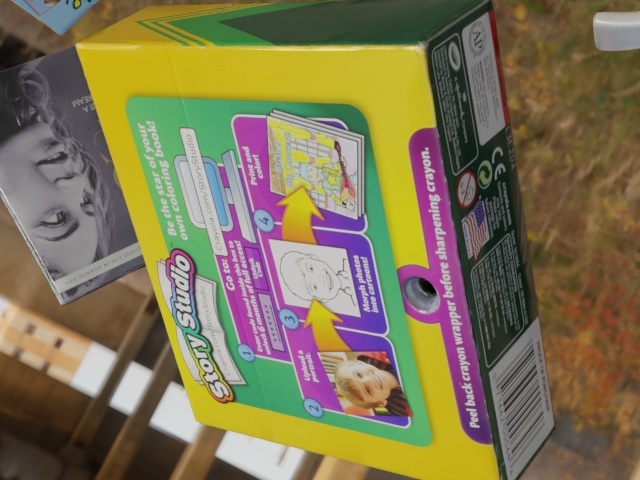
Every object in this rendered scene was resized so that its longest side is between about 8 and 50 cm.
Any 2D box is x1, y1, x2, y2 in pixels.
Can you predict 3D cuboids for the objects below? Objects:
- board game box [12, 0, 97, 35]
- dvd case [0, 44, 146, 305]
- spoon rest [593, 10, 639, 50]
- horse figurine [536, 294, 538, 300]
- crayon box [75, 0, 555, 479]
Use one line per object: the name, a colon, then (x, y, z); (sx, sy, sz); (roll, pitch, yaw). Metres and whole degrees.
board game box: (-0.400, -0.417, 1.513); (0.275, 0.144, 0.142); (36, -163, -52)
dvd case: (-0.220, -0.070, 1.083); (0.221, 0.164, 0.018); (60, 150, 4)
spoon rest: (0.269, -0.275, 0.873); (0.084, 0.276, 0.137); (11, 172, 17)
horse figurine: (0.146, 0.023, 1.485); (0.263, 0.066, 0.174); (10, 172, 17)
crayon box: (0.000, 0.000, 0.912); (0.313, 0.106, 0.363); (8, 123, 36)
